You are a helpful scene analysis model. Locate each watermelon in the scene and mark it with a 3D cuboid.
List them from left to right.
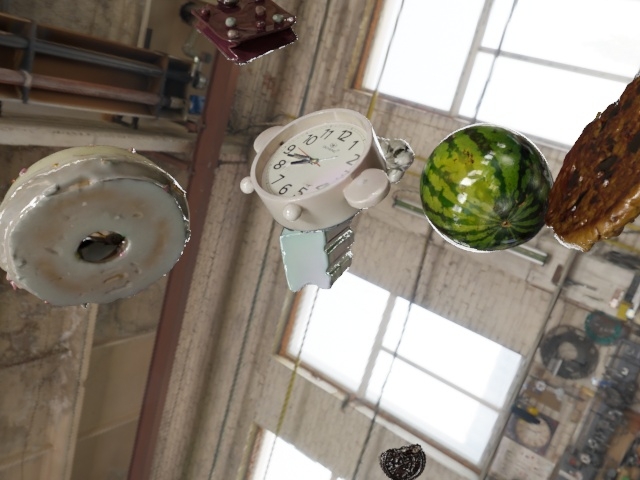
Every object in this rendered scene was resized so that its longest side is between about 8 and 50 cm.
[{"bbox_3d":[0.366,-0.117,1.251,0.285,0.285,0.285,-38,-39,-39],"label":"watermelon"}]

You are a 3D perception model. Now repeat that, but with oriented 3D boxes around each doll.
[{"bbox_3d":[0.132,-0.210,1.360,0.149,0.192,0.095,85,-164,-72],"label":"doll"}]

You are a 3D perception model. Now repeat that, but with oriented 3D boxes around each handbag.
[{"bbox_3d":[-0.186,-0.542,1.395,0.203,0.216,0.074,-28,-32,-24],"label":"handbag"}]

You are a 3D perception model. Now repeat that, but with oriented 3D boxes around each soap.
[{"bbox_3d":[0.000,0.000,1.094,0.230,0.091,0.145,-37,-59,-72],"label":"soap"}]

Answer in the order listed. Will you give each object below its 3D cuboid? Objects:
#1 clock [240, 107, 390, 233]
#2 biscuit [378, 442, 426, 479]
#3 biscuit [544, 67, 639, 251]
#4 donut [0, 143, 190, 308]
[{"bbox_3d":[-0.003,-0.080,0.654,0.155,0.229,0.063,-45,-46,-14],"label":"clock"},{"bbox_3d":[0.161,0.431,1.098,0.089,0.087,0.027,-54,2,5],"label":"biscuit"},{"bbox_3d":[0.481,-0.131,0.875,0.334,0.081,0.289,-60,4,12],"label":"biscuit"},{"bbox_3d":[-0.456,-0.029,1.141,0.382,0.142,0.383,-19,-42,-18],"label":"donut"}]
